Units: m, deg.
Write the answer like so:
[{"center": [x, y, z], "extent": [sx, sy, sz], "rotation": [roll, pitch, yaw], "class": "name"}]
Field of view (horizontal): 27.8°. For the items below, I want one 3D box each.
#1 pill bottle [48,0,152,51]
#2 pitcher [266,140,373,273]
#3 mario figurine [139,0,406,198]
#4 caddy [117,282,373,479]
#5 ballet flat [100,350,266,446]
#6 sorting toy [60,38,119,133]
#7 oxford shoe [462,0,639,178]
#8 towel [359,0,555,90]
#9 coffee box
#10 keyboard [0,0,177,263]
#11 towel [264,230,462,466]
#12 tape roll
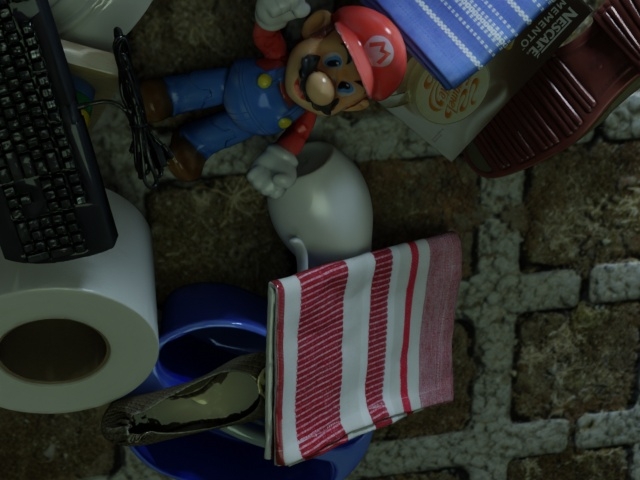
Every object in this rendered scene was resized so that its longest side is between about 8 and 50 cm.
[{"center": [-0.357, -0.358, 1.285], "extent": [0.229, 0.229, 0.408], "rotation": [-46, 128, 12], "class": "pill bottle"}, {"center": [0.000, 0.000, 1.594], "extent": [0.125, 0.178, 0.207], "rotation": [0, 127, 31], "class": "pitcher"}, {"center": [-0.055, -0.166, 1.457], "extent": [0.321, 0.170, 0.198], "rotation": [-19, 151, 21], "class": "mario figurine"}, {"center": [-0.098, 0.209, 1.671], "extent": [0.341, 0.179, 0.241], "rotation": [23, 108, -21], "class": "caddy"}, {"center": [-0.142, 0.195, 1.544], "extent": [0.250, 0.058, 0.084], "rotation": [-14, 99, -1], "class": "ballet flat"}, {"center": [-0.366, -0.147, 1.394], "extent": [0.257, 0.255, 0.089], "rotation": [13, 73, -18], "class": "sorting toy"}, {"center": [0.330, -0.191, 1.595], "extent": [0.348, 0.130, 0.123], "rotation": [-37, 74, 26], "class": "oxford shoe"}, {"center": [0.188, -0.360, 1.443], "extent": [0.336, 0.040, 0.243], "rotation": [-43, 75, 10], "class": "towel"}, {"center": [0.181, -0.239, 1.548], "extent": [0.141, 0.098, 0.246], "rotation": [37, 104, -28], "class": "coffee box"}, {"center": [-0.261, -0.126, 1.292], "extent": [0.202, 0.033, 0.317], "rotation": [-16, 119, -6], "class": "keyboard"}, {"center": [0.060, 0.129, 1.602], "extent": [0.329, 0.037, 0.237], "rotation": [-14, 111, -44], "class": "towel"}, {"center": [-0.314, 0.067, 1.517], "extent": [0.246, 0.169, 0.246], "rotation": [-5, 140, -4], "class": "tape roll"}]
